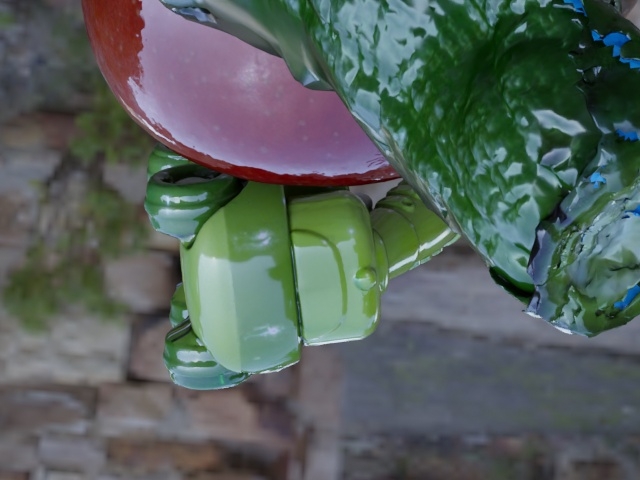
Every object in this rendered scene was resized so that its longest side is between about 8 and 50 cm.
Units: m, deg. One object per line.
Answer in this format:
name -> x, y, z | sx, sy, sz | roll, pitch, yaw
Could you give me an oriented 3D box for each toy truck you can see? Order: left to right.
toy truck -> -0.016, 0.006, 1.228 | 0.211, 0.148, 0.187 | -1, -162, 15

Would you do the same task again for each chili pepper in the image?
chili pepper -> 0.010, -0.064, 0.467 | 0.061, 0.224, 0.098 | -27, 134, -19

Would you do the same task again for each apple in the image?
apple -> -0.006, -0.155, 1.082 | 0.260, 0.260, 0.216 | 2, 130, 6

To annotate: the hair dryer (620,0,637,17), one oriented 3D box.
hair dryer -> 0.031, -0.164, 0.951 | 0.272, 0.091, 0.235 | 12, -157, 12
